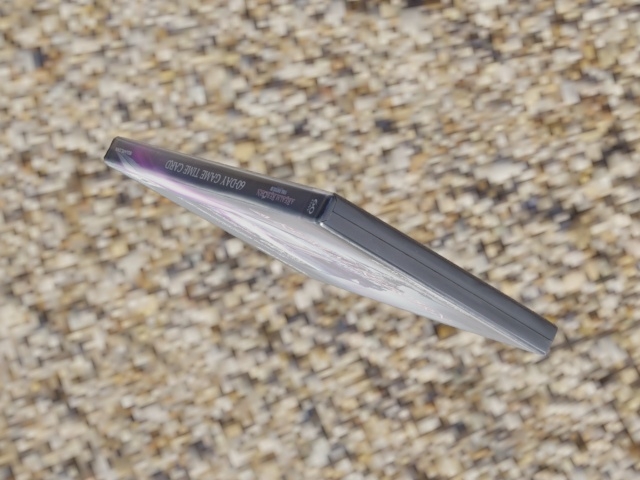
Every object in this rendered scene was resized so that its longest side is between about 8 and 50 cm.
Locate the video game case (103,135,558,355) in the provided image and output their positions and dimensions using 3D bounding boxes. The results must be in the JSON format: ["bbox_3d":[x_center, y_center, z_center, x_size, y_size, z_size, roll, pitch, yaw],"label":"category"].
[{"bbox_3d":[0.000,0.000,1.288,0.274,0.196,0.026,18,80,56],"label":"video game case"}]
